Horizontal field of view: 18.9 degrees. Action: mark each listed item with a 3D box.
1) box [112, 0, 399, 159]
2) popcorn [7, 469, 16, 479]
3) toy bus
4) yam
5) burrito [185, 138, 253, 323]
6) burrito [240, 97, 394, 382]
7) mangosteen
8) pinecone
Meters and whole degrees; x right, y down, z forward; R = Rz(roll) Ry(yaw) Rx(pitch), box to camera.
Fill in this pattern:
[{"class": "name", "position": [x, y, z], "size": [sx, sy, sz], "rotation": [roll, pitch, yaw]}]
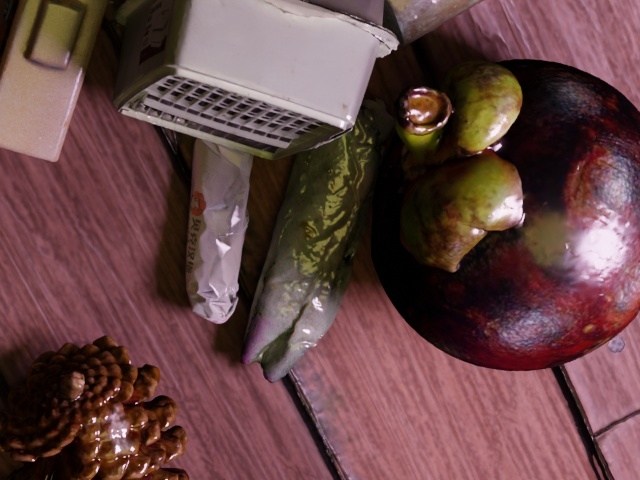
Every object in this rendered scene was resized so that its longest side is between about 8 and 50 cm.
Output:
[{"class": "box", "position": [-0.067, -0.185, 1.765], "size": [0.221, 0.290, 0.166], "rotation": [18, 81, -16]}, {"class": "popcorn", "position": [-0.316, 0.275, 1.985], "size": [0.084, 0.084, 0.084], "rotation": [-4, 108, -11]}, {"class": "toy bus", "position": [-0.264, -0.175, 1.819], "size": [0.091, 0.103, 0.182], "rotation": [16, 103, -17]}, {"class": "yam", "position": [0.162, -0.285, 1.875], "size": [0.259, 0.106, 0.106], "rotation": [-30, 111, -1]}, {"class": "burrito", "position": [-0.102, -0.015, 1.932], "size": [0.064, 0.064, 0.203], "rotation": [2, 105, -13]}, {"class": "burrito", "position": [-0.003, 0.000, 1.953], "size": [0.096, 0.066, 0.309], "rotation": [16, 103, -11]}, {"class": "mangosteen", "position": [0.165, -0.034, 1.840], "size": [0.359, 0.306, 0.306], "rotation": [18, 104, -34]}, {"class": "pinecone", "position": [-0.222, 0.214, 1.920], "size": [0.186, 0.168, 0.212], "rotation": [-27, 109, -8]}]
